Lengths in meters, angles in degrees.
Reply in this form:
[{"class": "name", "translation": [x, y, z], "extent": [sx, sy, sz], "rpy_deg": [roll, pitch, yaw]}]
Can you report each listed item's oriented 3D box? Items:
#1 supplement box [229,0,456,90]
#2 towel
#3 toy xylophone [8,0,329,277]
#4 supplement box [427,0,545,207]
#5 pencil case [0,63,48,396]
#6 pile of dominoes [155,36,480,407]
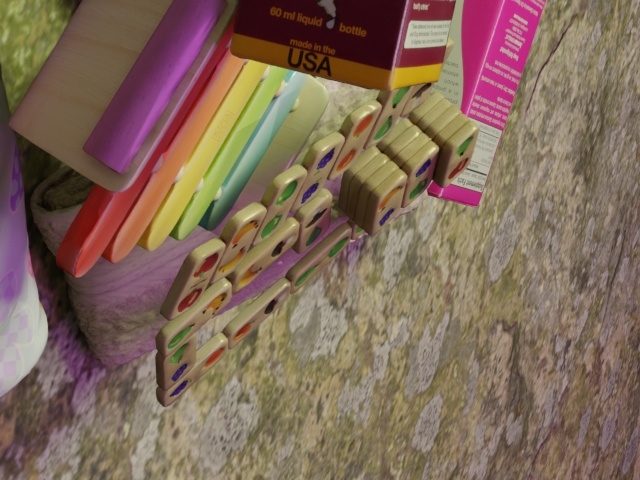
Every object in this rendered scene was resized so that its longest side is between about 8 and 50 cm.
[{"class": "supplement box", "translation": [0.027, -0.169, 0.805], "extent": [0.104, 0.080, 0.188], "rpy_deg": [-26, 129, -73]}, {"class": "towel", "translation": [-0.047, -0.031, 1.173], "extent": [0.282, 0.049, 0.187], "rpy_deg": [-30, 144, -13]}, {"class": "toy xylophone", "translation": [-0.060, -0.101, 0.939], "extent": [0.236, 0.081, 0.322], "rpy_deg": [-60, 171, 8]}, {"class": "supplement box", "translation": [0.102, -0.149, 1.480], "extent": [0.114, 0.111, 0.220], "rpy_deg": [12, 97, -67]}, {"class": "pencil case", "translation": [-0.204, -0.041, 0.888], "extent": [0.124, 0.113, 0.273], "rpy_deg": [-59, 155, -47]}, {"class": "pile of dominoes", "translation": [0.000, 0.000, 1.095], "extent": [0.251, 0.040, 0.196], "rpy_deg": [-42, 164, -19]}]
